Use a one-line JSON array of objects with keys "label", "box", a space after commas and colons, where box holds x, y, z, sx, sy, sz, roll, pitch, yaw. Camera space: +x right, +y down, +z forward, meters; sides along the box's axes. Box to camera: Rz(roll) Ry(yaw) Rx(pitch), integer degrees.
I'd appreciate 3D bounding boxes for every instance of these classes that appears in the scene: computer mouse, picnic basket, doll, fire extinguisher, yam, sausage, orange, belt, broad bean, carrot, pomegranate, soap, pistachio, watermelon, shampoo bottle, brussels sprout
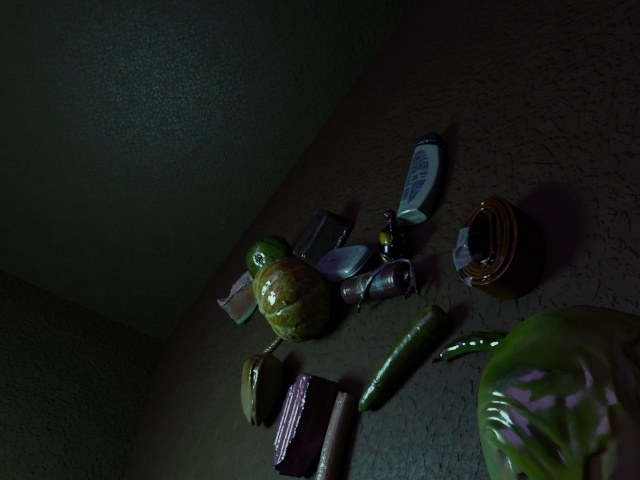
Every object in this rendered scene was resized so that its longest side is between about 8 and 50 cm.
[{"label": "computer mouse", "box": [0.089, 0.101, 1.662, 0.159, 0.097, 0.289, -47, 22, -30]}, {"label": "picnic basket", "box": [0.000, 0.000, 1.958, 0.296, 0.129, 0.222, -60, 22, -1]}, {"label": "doll", "box": [0.229, -0.003, 1.465, 0.088, 0.127, 0.248, -27, 29, 22]}, {"label": "fire extinguisher", "box": [0.189, 0.144, 1.381, 0.341, 0.105, 0.141, -25, 56, 56]}, {"label": "yam", "box": [-0.197, 0.443, 1.925, 0.145, 0.032, 0.032, -49, 23, 20]}, {"label": "sausage", "box": [0.037, 0.561, 1.200, 0.066, 0.066, 0.301, -30, 32, 51]}, {"label": "orange", "box": [-0.102, 0.214, 1.651, 0.249, 0.329, 0.329, -24, 13, -18]}, {"label": "belt", "box": [0.411, 0.013, 1.054, 0.184, 0.105, 0.261, -39, 29, 45]}, {"label": "broad bean", "box": [0.341, 0.238, 0.996, 0.227, 0.039, 0.069, -36, 24, 47]}, {"label": "carrot", "box": [0.203, 0.313, 1.161, 0.358, 0.074, 0.074, -55, 21, 15]}, {"label": "pomegranate", "box": [-0.235, 0.100, 2.227, 0.254, 0.271, 0.254, -8, 74, 31]}, {"label": "soap", "box": [-0.054, 0.543, 1.320, 0.182, 0.112, 0.289, 142, 148, -69]}, {"label": "pistachio", "box": [-0.222, 0.553, 1.679, 0.213, 0.163, 0.260, 30, -112, -73]}, {"label": "watermelon", "box": [-0.423, 0.312, 2.383, 0.148, 0.226, 0.318, 45, 117, 41]}, {"label": "shampoo bottle", "box": [0.358, -0.222, 1.535, 0.134, 0.078, 0.359, -21, 42, 50]}, {"label": "brussels sprout", "box": [0.363, 0.251, 0.606, 0.344, 0.268, 0.344, -38, 34, 32]}]
